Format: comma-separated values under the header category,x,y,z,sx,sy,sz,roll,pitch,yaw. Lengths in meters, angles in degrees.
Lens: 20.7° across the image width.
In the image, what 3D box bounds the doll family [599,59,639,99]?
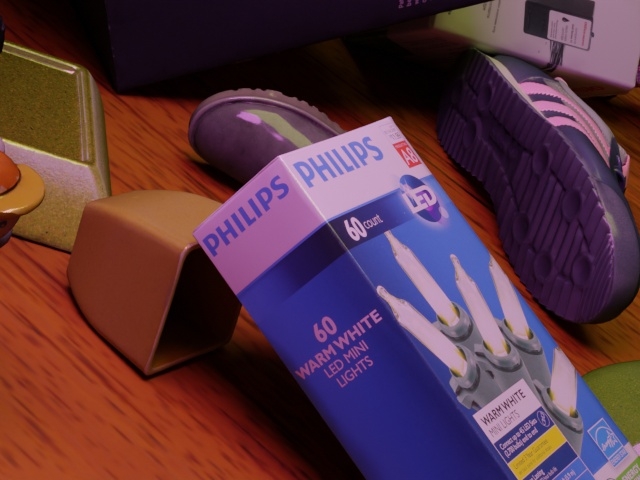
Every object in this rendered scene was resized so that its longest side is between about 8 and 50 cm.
category,x,y,z,sx,sy,sz,roll,pitch,yaw
doll family,0.353,-0.147,1.615,0.263,0.118,0.163,41,-13,23

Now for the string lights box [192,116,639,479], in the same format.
category,x,y,z,sx,sy,sz,roll,pitch,yaw
string lights box,0.060,0.067,0.942,0.260,0.077,0.133,54,31,6

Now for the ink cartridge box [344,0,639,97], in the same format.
category,x,y,z,sx,sy,sz,roll,pitch,yaw
ink cartridge box,0.150,-0.186,1.493,0.208,0.087,0.153,14,-5,-28

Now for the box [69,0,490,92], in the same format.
category,x,y,z,sx,sy,sz,roll,pitch,yaw
box,-0.063,-0.305,1.335,0.312,0.179,0.343,-14,41,-14

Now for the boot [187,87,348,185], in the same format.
category,x,y,z,sx,sy,sz,roll,pitch,yaw
boot,0.000,-0.002,1.122,0.189,0.076,0.208,19,34,-12

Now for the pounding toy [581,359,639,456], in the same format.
category,x,y,z,sx,sy,sz,roll,pitch,yaw
pounding toy,0.276,0.123,1.099,0.236,0.110,0.183,25,26,-4

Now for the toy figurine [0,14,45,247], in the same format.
category,x,y,z,sx,sy,sz,roll,pitch,yaw
toy figurine,-0.248,-0.055,0.857,0.209,0.148,0.213,15,35,-24

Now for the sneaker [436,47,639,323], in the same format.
category,x,y,z,sx,sy,sz,roll,pitch,yaw
sneaker,0.196,-0.044,1.323,0.131,0.112,0.319,12,31,-23

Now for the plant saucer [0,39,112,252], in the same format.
category,x,y,z,sx,sy,sz,roll,pitch,yaw
plant saucer,-0.209,-0.079,1.074,0.188,0.045,0.188,18,28,-20

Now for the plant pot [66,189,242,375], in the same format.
category,x,y,z,sx,sy,sz,roll,pitch,yaw
plant pot,-0.094,0.013,0.984,0.083,0.081,0.081,31,25,24
